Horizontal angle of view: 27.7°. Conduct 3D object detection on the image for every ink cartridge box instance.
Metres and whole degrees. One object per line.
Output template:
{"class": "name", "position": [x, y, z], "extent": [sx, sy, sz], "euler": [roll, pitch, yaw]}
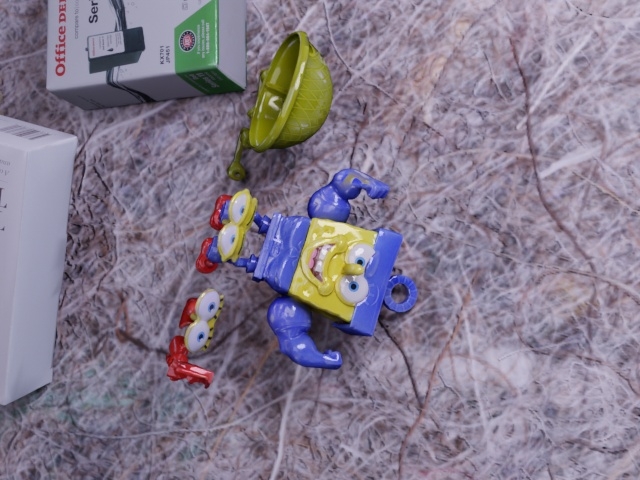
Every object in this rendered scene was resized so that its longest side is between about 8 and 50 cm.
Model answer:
{"class": "ink cartridge box", "position": [-0.191, -0.234, 1.417], "extent": [0.208, 0.087, 0.153], "euler": [-6, 78, 19]}

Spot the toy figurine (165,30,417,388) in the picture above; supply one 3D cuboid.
{"class": "toy figurine", "position": [0.000, 0.000, 1.313], "extent": [0.217, 0.191, 0.363], "euler": [20, 79, -9]}

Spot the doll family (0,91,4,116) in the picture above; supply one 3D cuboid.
{"class": "doll family", "position": [-0.431, -0.136, 1.497], "extent": [0.111, 0.076, 0.193], "euler": [-8, 73, 22]}

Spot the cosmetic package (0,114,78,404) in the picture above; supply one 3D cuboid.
{"class": "cosmetic package", "position": [-0.458, -0.015, 1.422], "extent": [0.377, 0.097, 0.285], "euler": [16, 110, 21]}
